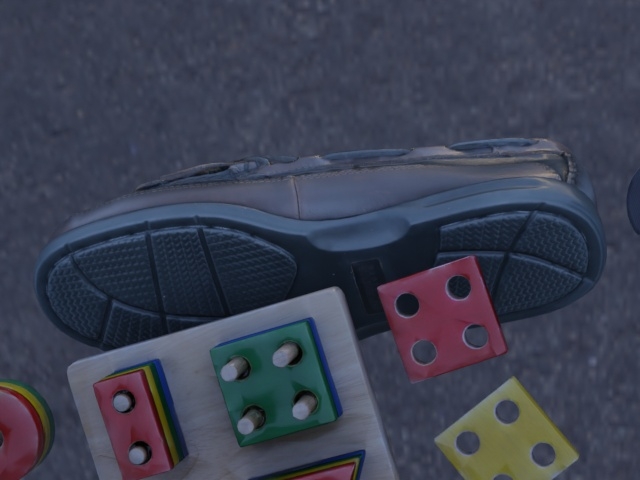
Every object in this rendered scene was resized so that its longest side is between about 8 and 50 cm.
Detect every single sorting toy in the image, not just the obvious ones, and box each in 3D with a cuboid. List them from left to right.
[{"bbox_3d":[-0.029,0.100,0.881,0.275,0.046,0.132,-16,93,12],"label":"sorting toy"}]

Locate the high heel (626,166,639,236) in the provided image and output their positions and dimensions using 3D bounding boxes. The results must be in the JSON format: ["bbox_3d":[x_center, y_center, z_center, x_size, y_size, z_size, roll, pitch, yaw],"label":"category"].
[{"bbox_3d":[0.280,-0.058,0.868,0.186,0.261,0.093,6,64,-29],"label":"high heel"}]

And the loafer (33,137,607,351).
[{"bbox_3d":[0.000,0.000,0.953,0.268,0.096,0.084,-4,35,6],"label":"loafer"}]
